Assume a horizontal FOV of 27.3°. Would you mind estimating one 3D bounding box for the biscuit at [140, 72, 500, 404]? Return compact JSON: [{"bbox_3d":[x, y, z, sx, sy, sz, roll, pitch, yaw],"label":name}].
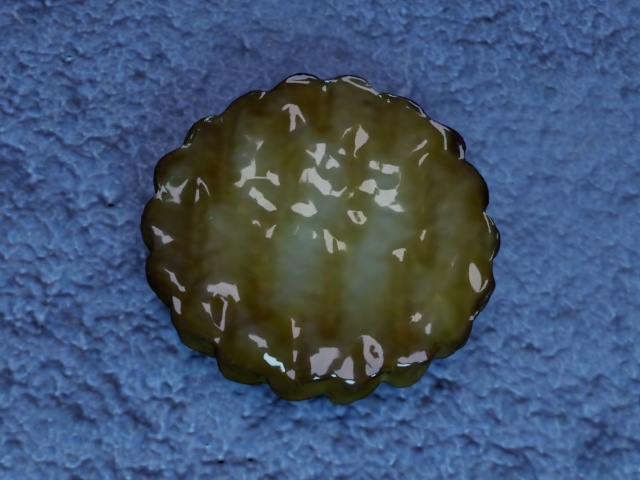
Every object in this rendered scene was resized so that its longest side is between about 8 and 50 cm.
[{"bbox_3d":[0.000,0.000,1.205,0.326,0.107,0.325,2,64,-3],"label":"biscuit"}]
